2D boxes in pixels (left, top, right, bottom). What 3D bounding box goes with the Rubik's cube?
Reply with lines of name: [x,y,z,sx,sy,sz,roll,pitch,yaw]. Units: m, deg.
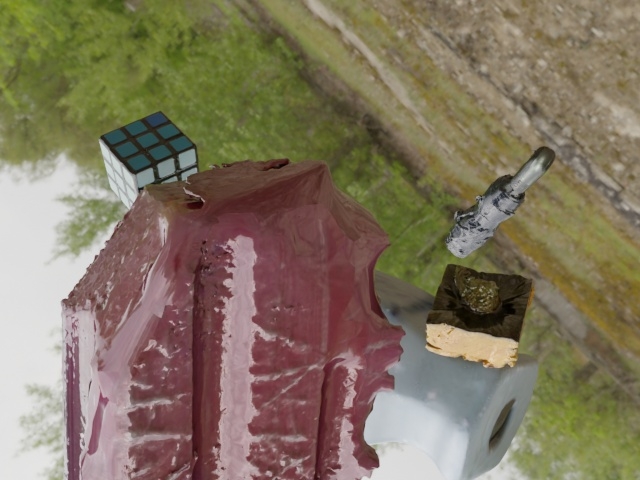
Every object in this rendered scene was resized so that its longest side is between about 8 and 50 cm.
Rubik's cube: [-0.375,-0.162,1.621,0.162,0.160,0.163,42,148,32]

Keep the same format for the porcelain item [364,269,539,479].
porcelain item: [0.042,0.132,0.899,0.405,0.178,0.242,23,-171,31]

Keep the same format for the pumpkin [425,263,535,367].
pumpkin: [0.126,0.053,0.570,0.083,0.074,0.054,-58,-33,-49]

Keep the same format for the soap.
soap: [-0.065,0.100,0.496,0.220,0.325,0.127,-7,-156,-33]

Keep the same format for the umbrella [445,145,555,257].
umbrella: [0.251,-0.055,1.055,0.071,0.071,0.248,46,148,10]
